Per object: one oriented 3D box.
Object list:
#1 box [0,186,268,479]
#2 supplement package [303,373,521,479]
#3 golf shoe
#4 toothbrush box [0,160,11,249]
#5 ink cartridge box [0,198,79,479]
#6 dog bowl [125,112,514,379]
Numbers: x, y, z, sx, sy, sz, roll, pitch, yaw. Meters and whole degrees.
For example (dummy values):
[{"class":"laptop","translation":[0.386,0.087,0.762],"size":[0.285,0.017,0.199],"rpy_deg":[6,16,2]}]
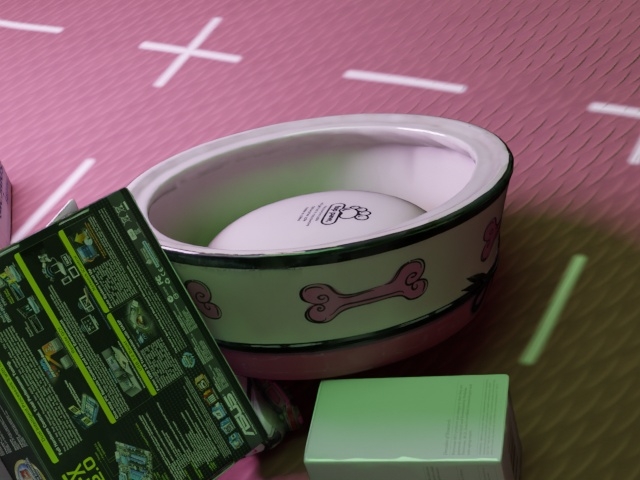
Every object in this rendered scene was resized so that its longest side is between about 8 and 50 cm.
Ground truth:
[{"class":"box","translation":[-0.193,0.115,1.124],"size":[0.060,0.270,0.216],"rpy_deg":[-25,6,47]},{"class":"supplement package","translation":[0.088,0.196,1.188],"size":[0.179,0.105,0.105],"rpy_deg":[-3,42,15]},{"class":"golf shoe","translation":[-0.100,0.151,1.336],"size":[0.086,0.067,0.186],"rpy_deg":[-34,43,-17]},{"class":"toothbrush box","translation":[-0.550,-0.020,1.652],"size":[0.283,0.122,0.206],"rpy_deg":[-15,40,0]},{"class":"ink cartridge box","translation":[-0.276,0.149,1.221],"size":[0.066,0.296,0.261],"rpy_deg":[7,45,27]},{"class":"dog bowl","translation":[0.000,0.000,1.338],"size":[0.408,0.150,0.408],"rpy_deg":[-7,21,3]}]
